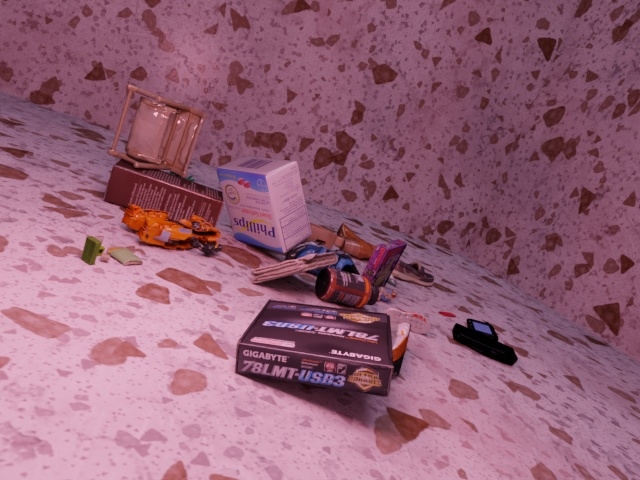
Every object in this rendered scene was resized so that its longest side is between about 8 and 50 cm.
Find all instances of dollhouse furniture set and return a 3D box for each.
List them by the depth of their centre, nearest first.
[{"bbox_3d":[-0.499,0.020,1.191,0.076,0.058,0.152,27,12,23],"label":"dollhouse furniture set"}]

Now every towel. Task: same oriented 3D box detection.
[{"bbox_3d":[-0.076,0.079,1.518,0.187,0.049,0.282,-14,-4,20],"label":"towel"}]

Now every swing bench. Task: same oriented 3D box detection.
[{"bbox_3d":[-0.574,-0.382,1.760,0.165,0.253,0.255,26,10,25],"label":"swing bench"}]

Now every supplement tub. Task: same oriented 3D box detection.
[{"bbox_3d":[0.089,0.155,1.573,0.198,0.106,0.106,17,12,-27],"label":"supplement tub"}]

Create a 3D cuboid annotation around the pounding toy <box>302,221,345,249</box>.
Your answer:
[{"bbox_3d":[0.010,0.004,1.913,0.181,0.094,0.206,18,7,-38],"label":"pounding toy"}]

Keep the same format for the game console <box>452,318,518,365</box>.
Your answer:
[{"bbox_3d":[0.581,0.342,1.796,0.213,0.043,0.361,24,11,8],"label":"game console"}]

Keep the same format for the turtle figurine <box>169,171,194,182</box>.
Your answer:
[{"bbox_3d":[-0.517,-0.200,1.984,0.175,0.118,0.234,24,-18,15],"label":"turtle figurine"}]

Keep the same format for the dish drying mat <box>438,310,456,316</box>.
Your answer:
[{"bbox_3d":[0.507,0.294,1.973,0.083,0.008,0.032,13,15,-39],"label":"dish drying mat"}]

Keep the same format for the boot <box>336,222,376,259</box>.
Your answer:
[{"bbox_3d":[0.195,0.014,2.435,0.220,0.109,0.283,18,14,-15],"label":"boot"}]

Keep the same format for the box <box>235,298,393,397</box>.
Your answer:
[{"bbox_3d":[0.001,0.212,1.042,0.296,0.073,0.293,7,9,6],"label":"box"}]

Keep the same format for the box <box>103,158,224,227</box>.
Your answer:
[{"bbox_3d":[-0.547,-0.159,1.760,0.382,0.143,0.191,20,11,-18],"label":"box"}]

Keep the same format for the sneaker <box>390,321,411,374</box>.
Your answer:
[{"bbox_3d":[0.158,0.265,1.262,0.121,0.099,0.262,12,5,13],"label":"sneaker"}]

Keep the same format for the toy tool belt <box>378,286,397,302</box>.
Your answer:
[{"bbox_3d":[0.239,0.206,1.796,0.083,0.052,0.051,16,43,-16],"label":"toy tool belt"}]

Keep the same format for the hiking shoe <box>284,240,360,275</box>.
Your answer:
[{"bbox_3d":[0.017,0.082,1.770,0.304,0.113,0.132,7,26,-37],"label":"hiking shoe"}]

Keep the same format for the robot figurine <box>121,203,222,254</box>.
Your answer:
[{"bbox_3d":[-0.433,-0.031,1.500,0.211,0.085,0.291,32,15,39],"label":"robot figurine"}]

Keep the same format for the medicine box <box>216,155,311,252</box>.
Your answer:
[{"bbox_3d":[-0.195,-0.132,1.725,0.264,0.289,0.149,13,35,40],"label":"medicine box"}]

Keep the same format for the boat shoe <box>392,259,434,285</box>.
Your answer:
[{"bbox_3d":[0.446,0.148,2.333,0.285,0.092,0.103,14,13,-35],"label":"boat shoe"}]

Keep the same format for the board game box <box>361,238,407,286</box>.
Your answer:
[{"bbox_3d":[0.225,0.101,1.829,0.056,0.208,0.347,26,12,18],"label":"board game box"}]

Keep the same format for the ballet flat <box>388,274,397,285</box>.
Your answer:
[{"bbox_3d":[0.291,0.156,2.133,0.041,0.041,0.114,12,15,-41],"label":"ballet flat"}]

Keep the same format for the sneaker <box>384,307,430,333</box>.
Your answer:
[{"bbox_3d":[0.283,0.252,1.612,0.158,0.061,0.065,23,5,0],"label":"sneaker"}]
